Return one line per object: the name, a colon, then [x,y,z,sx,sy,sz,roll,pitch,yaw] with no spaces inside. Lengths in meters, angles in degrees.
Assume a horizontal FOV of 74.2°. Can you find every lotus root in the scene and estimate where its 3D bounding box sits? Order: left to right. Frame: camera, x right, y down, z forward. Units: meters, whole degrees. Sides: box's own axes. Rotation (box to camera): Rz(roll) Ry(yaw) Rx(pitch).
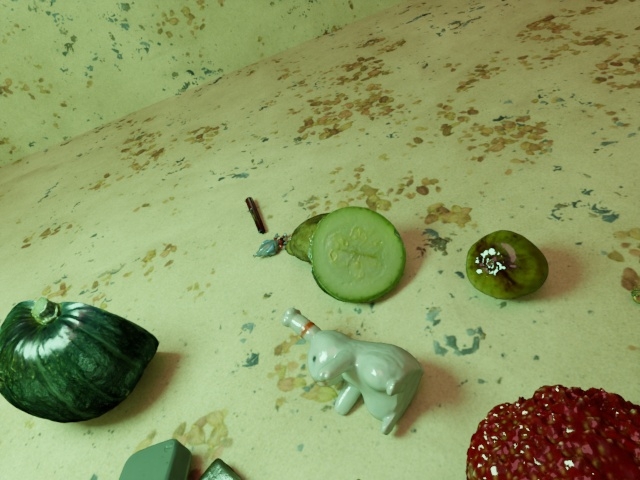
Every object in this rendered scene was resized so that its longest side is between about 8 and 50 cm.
lotus root: [0.000,0.000,1.040,0.213,0.138,0.139,-14,41,25]

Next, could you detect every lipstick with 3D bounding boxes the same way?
lipstick: [-0.193,-0.075,1.262,0.027,0.027,0.176,-25,43,-5]

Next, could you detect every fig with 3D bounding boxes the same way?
fig: [0.367,0.050,0.834,0.152,0.120,0.136,22,93,15]

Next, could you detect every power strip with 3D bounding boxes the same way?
power strip: [-0.321,0.472,0.683,0.193,0.059,0.265,-23,29,10]

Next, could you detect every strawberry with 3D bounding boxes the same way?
strawberry: [0.314,0.290,0.505,0.260,0.258,0.261,-9,50,10]

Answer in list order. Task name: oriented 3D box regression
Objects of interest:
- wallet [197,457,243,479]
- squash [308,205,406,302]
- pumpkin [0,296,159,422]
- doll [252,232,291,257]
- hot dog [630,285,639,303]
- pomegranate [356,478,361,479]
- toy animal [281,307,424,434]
wallet: [-0.203,0.471,0.688,0.110,0.031,0.198,21,57,38]
squash: [0.082,0.029,0.938,0.219,0.041,0.220,1,80,-5]
pumpkin: [-0.520,0.259,0.870,0.292,0.263,0.197,-6,50,17]
doll: [-0.130,0.017,1.132,0.114,0.039,0.057,-29,84,-21]
hot dog: [0.605,0.105,0.759,0.083,0.021,0.037,15,73,30]
pomegranate: [0.105,0.402,0.545,0.181,0.182,0.224,-45,26,-25]
toy animal: [0.037,0.231,0.771,0.282,0.141,0.138,11,42,26]
